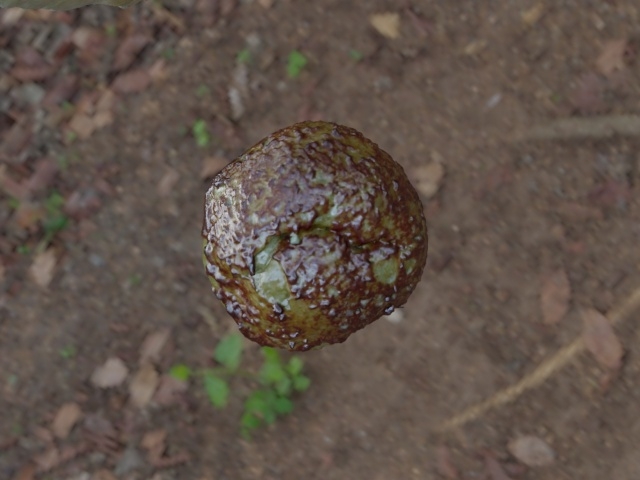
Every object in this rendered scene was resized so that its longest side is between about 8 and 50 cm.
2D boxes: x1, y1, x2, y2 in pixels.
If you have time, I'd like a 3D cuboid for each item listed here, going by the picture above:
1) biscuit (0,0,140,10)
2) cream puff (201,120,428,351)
[{"bbox_3d":[-0.152,-0.382,1.841,0.446,0.429,0.104,-38,75,21],"label":"biscuit"},{"bbox_3d":[0.000,0.000,1.067,0.149,0.149,0.084,-62,19,-9],"label":"cream puff"}]
